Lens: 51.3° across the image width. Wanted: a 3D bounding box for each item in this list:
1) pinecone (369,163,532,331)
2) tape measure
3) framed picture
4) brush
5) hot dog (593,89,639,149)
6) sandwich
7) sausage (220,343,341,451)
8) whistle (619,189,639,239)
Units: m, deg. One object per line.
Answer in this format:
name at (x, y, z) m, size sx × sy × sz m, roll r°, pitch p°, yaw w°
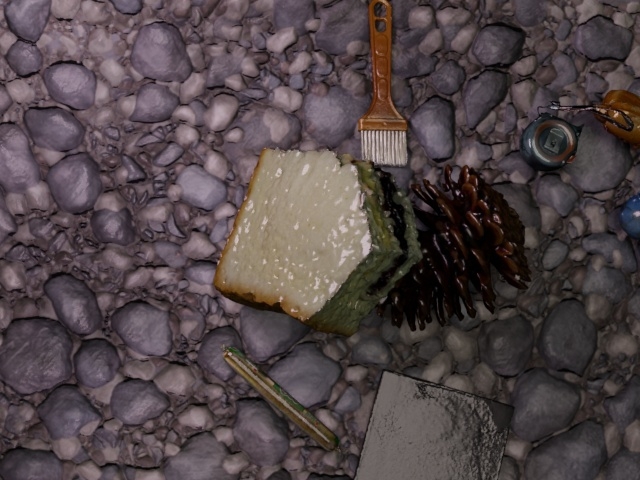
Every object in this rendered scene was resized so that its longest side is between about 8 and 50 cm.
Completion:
pinecone at (0.185, 0.024, 1.067) m, size 0.292 × 0.246 × 0.246 m, roll -34°, pitch 89°, yaw 4°
tape measure at (0.426, -0.177, 1.136) m, size 0.104 × 0.180 × 0.107 m, roll 25°, pitch 83°, yaw -19°
framed picture at (0.180, 0.408, 1.135) m, size 0.244 × 0.013 × 0.323 m, roll 17°, pitch 81°, yaw -3°
brush at (0.109, -0.286, 1.193) m, size 0.090 × 0.017 × 0.314 m, roll 0°, pitch 85°, yaw -7°
hot dog at (0.596, -0.198, 1.195) m, size 0.249 × 0.076 × 0.102 m, roll 19°, pitch 45°, yaw -8°
sandwich at (0.000, 0.000, 1.015) m, size 0.131 × 0.326 × 0.262 m, roll 27°, pitch 79°, yaw -41°
sausage at (-0.067, 0.268, 1.123) m, size 0.269 × 0.033 × 0.033 m, roll 41°, pitch 83°, yaw 0°
whistle at (0.578, -0.027, 1.186) m, size 0.090 × 0.090 × 0.157 m, roll -28°, pitch 127°, yaw -6°
